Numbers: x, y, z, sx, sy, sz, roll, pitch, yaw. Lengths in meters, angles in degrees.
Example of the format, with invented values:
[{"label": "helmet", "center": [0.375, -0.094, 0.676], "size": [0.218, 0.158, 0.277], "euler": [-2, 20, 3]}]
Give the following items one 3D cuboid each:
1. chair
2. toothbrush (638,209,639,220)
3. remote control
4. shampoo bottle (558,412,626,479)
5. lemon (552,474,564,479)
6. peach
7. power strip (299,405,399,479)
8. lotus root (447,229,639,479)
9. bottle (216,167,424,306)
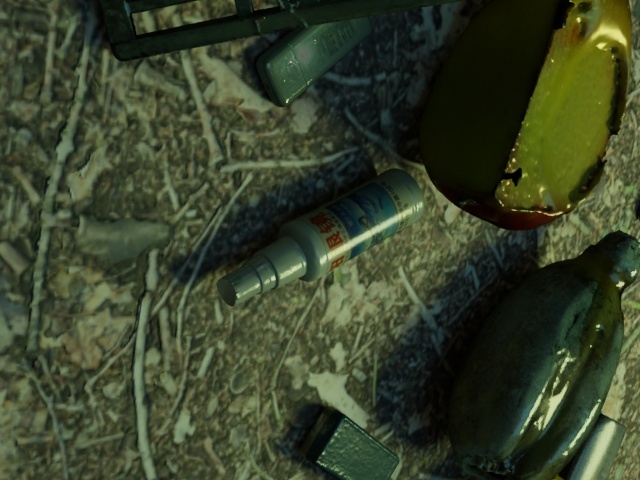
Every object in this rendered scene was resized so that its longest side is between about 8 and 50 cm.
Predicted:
[{"label": "chair", "center": [-0.029, -0.238, 0.791], "size": [0.270, 0.147, 0.136], "euler": [-9, 116, 7]}, {"label": "toothbrush", "center": [0.473, -0.154, 1.337], "size": [0.021, 0.024, 0.288], "euler": [28, 85, -42]}, {"label": "remote control", "center": [-0.003, -0.168, 0.898], "size": [0.124, 0.017, 0.053], "euler": [-44, 131, -22]}, {"label": "shampoo bottle", "center": [0.322, 0.334, 1.349], "size": [0.087, 0.049, 0.234], "euler": [31, 83, -42]}, {"label": "lemon", "center": [0.247, 0.378, 1.200], "size": [0.188, 0.188, 0.257], "euler": [-10, 113, -40]}, {"label": "peach", "center": [0.198, -0.141, 1.000], "size": [0.158, 0.154, 0.268], "euler": [25, 79, -44]}, {"label": "power strip", "center": [0.031, 0.217, 1.052], "size": [0.056, 0.032, 0.123], "euler": [-57, 134, -11]}, {"label": "lotus root", "center": [0.248, 0.123, 1.155], "size": [0.158, 0.140, 0.322], "euler": [40, 69, -18]}, {"label": "bottle", "center": [0.000, 0.000, 0.933], "size": [0.217, 0.060, 0.060], "euler": [-28, 122, -31]}]
